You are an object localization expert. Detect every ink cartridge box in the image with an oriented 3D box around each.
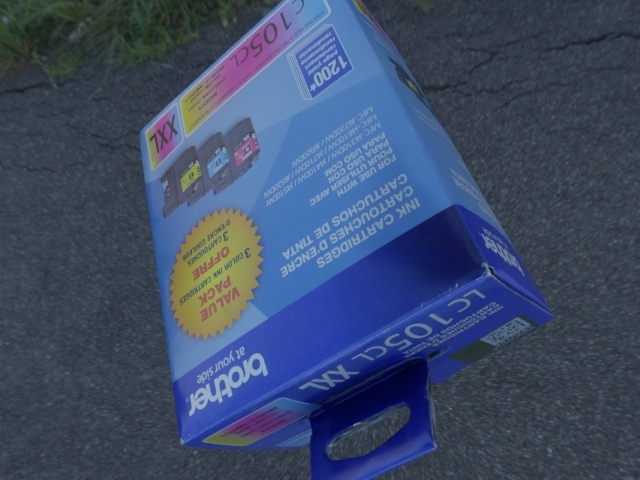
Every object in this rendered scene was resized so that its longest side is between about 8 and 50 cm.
[{"bbox_3d":[0.000,0.000,0.475,0.270,0.151,0.395,-35,56,23],"label":"ink cartridge box"}]
